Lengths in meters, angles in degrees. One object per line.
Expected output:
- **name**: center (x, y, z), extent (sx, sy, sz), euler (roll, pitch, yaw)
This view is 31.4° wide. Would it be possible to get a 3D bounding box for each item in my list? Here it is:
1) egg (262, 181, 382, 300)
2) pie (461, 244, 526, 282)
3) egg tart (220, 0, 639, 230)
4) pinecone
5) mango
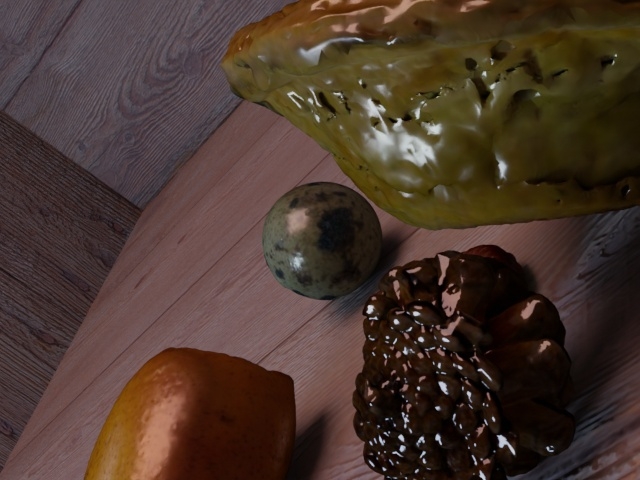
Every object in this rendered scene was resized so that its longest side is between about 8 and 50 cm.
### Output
- **egg**: center (0.000, 0.000, 1.346), extent (0.141, 0.141, 0.182), euler (-55, 7, -4)
- **pie**: center (0.111, 0.079, 1.012), extent (0.182, 0.050, 0.182), euler (-49, 14, 16)
- **egg tart**: center (0.156, -0.102, 0.809), extent (0.443, 0.443, 0.178), euler (179, 87, -71)
- **pinecone**: center (0.098, 0.095, 0.799), extent (0.195, 0.150, 0.179), euler (-74, -15, -72)
- **mango**: center (-0.156, 0.271, 1.135), extent (0.199, 0.201, 0.350), euler (73, -140, -72)
